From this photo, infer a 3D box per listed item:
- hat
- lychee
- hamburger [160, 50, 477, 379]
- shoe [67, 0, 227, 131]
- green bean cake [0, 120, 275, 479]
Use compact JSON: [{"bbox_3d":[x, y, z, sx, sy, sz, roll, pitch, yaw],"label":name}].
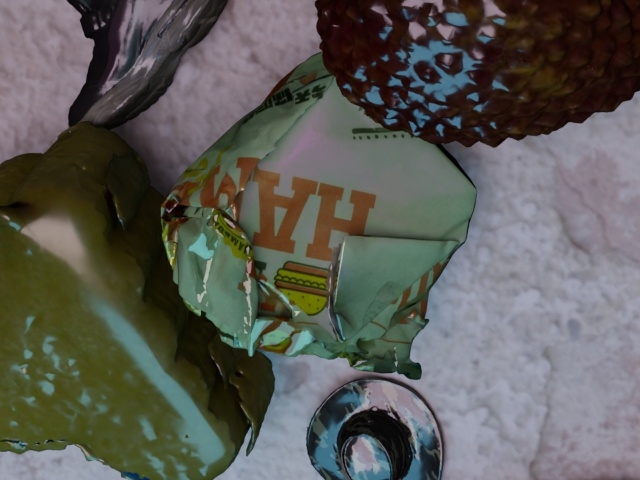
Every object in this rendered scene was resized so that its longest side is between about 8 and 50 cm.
[{"bbox_3d":[0.042,0.170,1.486,0.121,0.050,0.121,3,107,11],"label":"hat"},{"bbox_3d":[0.114,-0.179,1.285,0.271,0.236,0.236,5,108,-21],"label":"lychee"},{"bbox_3d":[0.003,0.002,1.380,0.214,0.125,0.235,-50,117,-17],"label":"hamburger"},{"bbox_3d":[-0.151,-0.159,1.446,0.099,0.071,0.169,43,107,4],"label":"shoe"},{"bbox_3d":[-0.215,0.078,1.466,0.310,0.202,0.285,-21,112,21],"label":"green bean cake"}]
